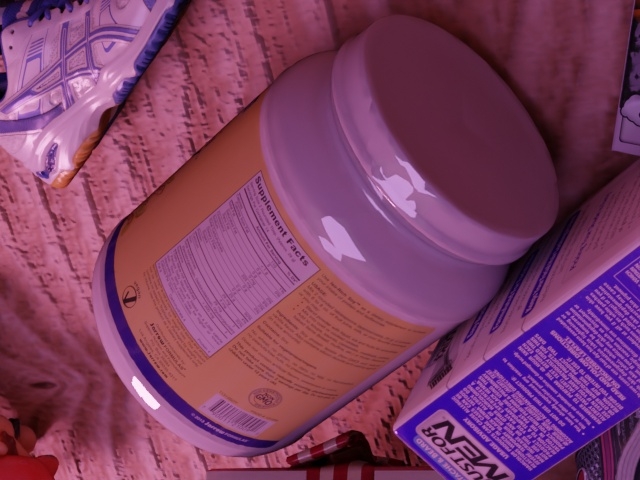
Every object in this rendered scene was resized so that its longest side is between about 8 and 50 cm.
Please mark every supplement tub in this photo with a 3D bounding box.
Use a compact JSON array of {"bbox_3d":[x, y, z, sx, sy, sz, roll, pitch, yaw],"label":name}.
[{"bbox_3d":[0.000,0.000,1.254,0.241,0.241,0.331,48,123,-5],"label":"supplement tub"}]

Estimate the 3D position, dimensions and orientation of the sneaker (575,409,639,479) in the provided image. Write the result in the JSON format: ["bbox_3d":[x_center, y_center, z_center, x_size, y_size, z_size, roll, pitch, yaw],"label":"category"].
[{"bbox_3d":[0.259,0.209,1.340,0.112,0.121,0.299,42,131,35],"label":"sneaker"}]

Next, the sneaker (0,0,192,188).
[{"bbox_3d":[-0.204,-0.171,1.324,0.131,0.112,0.296,36,124,-7],"label":"sneaker"}]

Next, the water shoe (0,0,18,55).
[{"bbox_3d":[-0.367,-0.221,1.402,0.203,0.073,0.080,26,127,10],"label":"water shoe"}]

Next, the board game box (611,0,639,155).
[{"bbox_3d":[0.375,-0.130,1.135,0.305,0.053,0.193,12,121,17],"label":"board game box"}]

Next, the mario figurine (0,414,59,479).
[{"bbox_3d":[-0.376,0.174,1.608,0.320,0.170,0.198,45,161,9],"label":"mario figurine"}]

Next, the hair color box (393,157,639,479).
[{"bbox_3d":[0.217,0.041,1.159,0.110,0.185,0.339,44,128,-7],"label":"hair color box"}]

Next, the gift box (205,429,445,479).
[{"bbox_3d":[0.059,0.303,1.328,0.276,0.255,0.258,-2,72,10],"label":"gift box"}]
